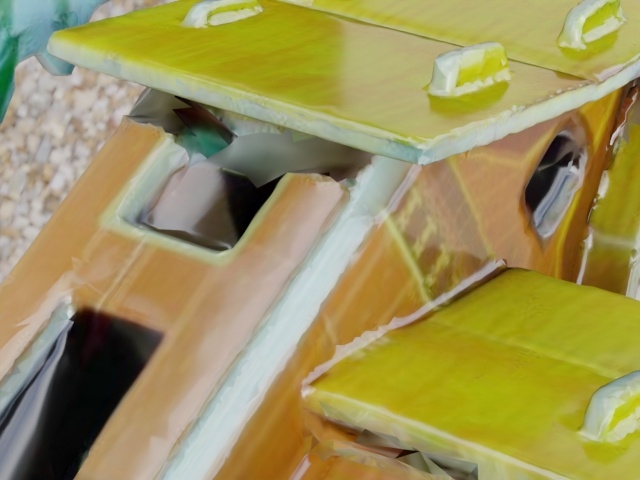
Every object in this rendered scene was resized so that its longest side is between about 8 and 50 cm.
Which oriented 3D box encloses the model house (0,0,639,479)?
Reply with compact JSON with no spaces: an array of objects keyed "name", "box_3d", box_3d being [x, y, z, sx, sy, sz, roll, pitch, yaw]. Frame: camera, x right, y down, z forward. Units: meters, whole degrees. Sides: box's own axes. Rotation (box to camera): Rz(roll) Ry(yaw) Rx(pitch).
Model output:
[{"name":"model house","box_3d":[0.000,0.000,0.455,0.300,0.340,0.323,16,61,34]}]
